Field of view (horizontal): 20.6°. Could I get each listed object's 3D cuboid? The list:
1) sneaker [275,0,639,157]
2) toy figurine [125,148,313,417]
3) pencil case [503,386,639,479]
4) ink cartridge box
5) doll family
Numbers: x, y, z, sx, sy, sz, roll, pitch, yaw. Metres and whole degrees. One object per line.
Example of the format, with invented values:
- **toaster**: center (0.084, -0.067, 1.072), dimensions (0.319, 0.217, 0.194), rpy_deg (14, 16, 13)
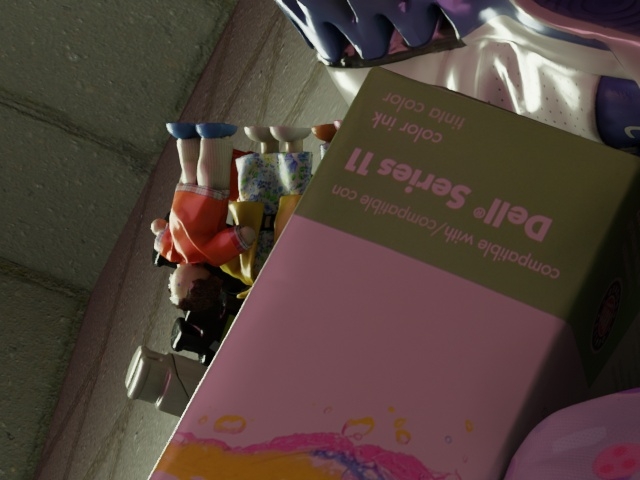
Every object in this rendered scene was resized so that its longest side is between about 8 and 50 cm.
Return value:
- **sneaker**: center (0.118, -0.065, 0.877), dimensions (0.127, 0.182, 0.315), rpy_deg (-37, 29, -27)
- **toy figurine**: center (-0.052, 0.049, 1.430), dimensions (0.213, 0.148, 0.209), rpy_deg (132, 152, -55)
- **pencil case**: center (0.107, 0.164, 0.486), dimensions (0.273, 0.113, 0.124), rpy_deg (-82, -26, -53)
- **ink cartridge box**: center (0.006, 0.140, 0.673), dimensions (0.353, 0.119, 0.207), rpy_deg (-62, -22, -17)
- **doll family**: center (0.000, 0.000, 1.247), dimensions (0.263, 0.118, 0.163), rpy_deg (2, 90, 42)
